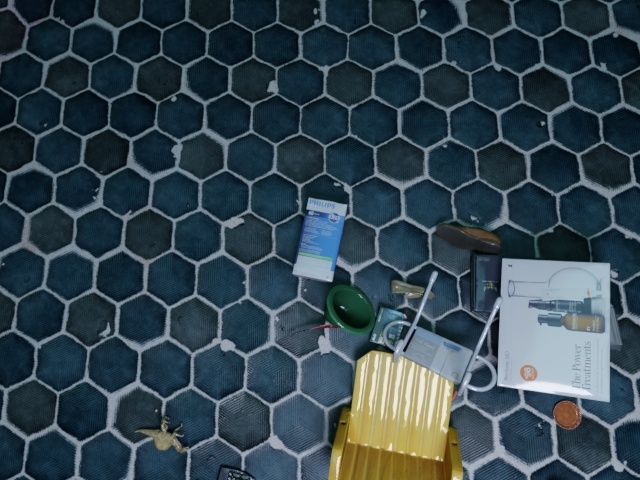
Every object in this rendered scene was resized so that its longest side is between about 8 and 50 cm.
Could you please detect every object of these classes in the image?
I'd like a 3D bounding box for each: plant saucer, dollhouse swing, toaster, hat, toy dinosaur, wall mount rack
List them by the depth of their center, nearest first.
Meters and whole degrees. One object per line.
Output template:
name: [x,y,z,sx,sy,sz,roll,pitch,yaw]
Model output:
dollhouse swing: [0.222,0.523,1.289,0.346,0.315,0.305,8,104,10]
wall mount rack: [0.371,0.271,1.352,0.349,0.131,0.304,23,55,20]
toaster: [0.796,0.261,1.411,0.226,0.129,0.147,0,75,10]
plant saucer: [0.759,0.537,1.415,0.083,0.013,0.084,-1,79,3]
toy dinosaur: [-0.492,0.601,1.430,0.183,0.053,0.093,20,82,6]
hat: [0.043,0.256,1.489,0.208,0.183,0.173,29,43,-16]

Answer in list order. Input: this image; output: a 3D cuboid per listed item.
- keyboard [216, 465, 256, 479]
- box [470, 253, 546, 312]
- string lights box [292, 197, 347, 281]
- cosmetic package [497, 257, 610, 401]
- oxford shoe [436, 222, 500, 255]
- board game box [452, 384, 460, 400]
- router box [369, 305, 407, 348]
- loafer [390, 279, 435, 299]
keyboard: [-0.325,0.850,1.387,0.201,0.033,0.318,11,79,5]
box: [0.602,0.142,1.474,0.232,0.059,0.184,3,80,3]
string lights box: [0.000,0.000,1.515,0.133,0.077,0.260,12,80,4]
cosmetic package: [0.671,0.248,1.333,0.284,0.097,0.378,1,79,25]
oxford shoe: [0.487,-0.017,1.515,0.212,0.076,0.076,19,50,8]
board game box: [0.350,0.425,1.435,0.170,0.048,0.141,30,81,7]
router box: [0.217,0.280,1.472,0.092,0.038,0.123,17,80,6]
loafer: [0.295,0.169,1.485,0.147,0.056,0.050,16,81,15]
